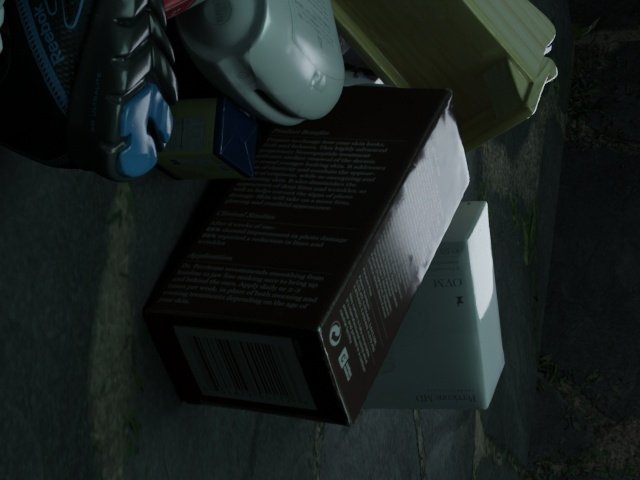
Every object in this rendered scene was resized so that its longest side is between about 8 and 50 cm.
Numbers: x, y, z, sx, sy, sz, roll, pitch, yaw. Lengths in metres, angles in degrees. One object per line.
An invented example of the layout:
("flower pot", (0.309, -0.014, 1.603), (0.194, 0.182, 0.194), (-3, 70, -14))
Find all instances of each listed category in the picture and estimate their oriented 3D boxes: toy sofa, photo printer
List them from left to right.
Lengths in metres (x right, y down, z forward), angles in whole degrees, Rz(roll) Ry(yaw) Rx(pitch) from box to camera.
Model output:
("photo printer", (-0.069, -0.267, 1.309), (0.256, 0.107, 0.307), (23, 54, -70))
("toy sofa", (0.105, -0.282, 1.558), (0.362, 0.150, 0.177), (46, 40, -17))

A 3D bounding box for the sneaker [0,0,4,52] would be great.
("sneaker", (-0.262, -0.190, 0.807), (0.252, 0.103, 0.111), (-2, 111, -78))

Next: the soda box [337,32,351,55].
("soda box", (-0.005, -0.230, 1.650), (0.169, 0.053, 0.060), (-42, 128, -66))

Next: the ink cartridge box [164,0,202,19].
("ink cartridge box", (-0.100, -0.272, 1.124), (0.175, 0.072, 0.127), (-31, 94, -22))

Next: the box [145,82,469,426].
("box", (0.000, 0.000, 1.370), (0.381, 0.191, 0.143), (-60, 145, -40))

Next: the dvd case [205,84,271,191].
("dvd case", (-0.077, -0.099, 1.488), (0.164, 0.018, 0.221), (-73, 153, -45))

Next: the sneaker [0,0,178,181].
("sneaker", (-0.169, -0.220, 0.981), (0.125, 0.140, 0.340), (15, 85, -72))

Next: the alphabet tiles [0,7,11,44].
("alphabet tiles", (-0.247, -0.260, 1.031), (0.237, 0.009, 0.198), (44, 47, -64))

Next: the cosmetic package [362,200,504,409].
("cosmetic package", (0.097, 0.082, 1.654), (0.138, 0.224, 0.224), (-54, 138, -61))

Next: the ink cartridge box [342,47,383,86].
("ink cartridge box", (0.027, -0.152, 1.602), (0.181, 0.062, 0.104), (-50, 157, -53))

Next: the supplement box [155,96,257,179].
("supplement box", (-0.115, -0.095, 1.277), (0.083, 0.083, 0.056), (36, 56, -66))
